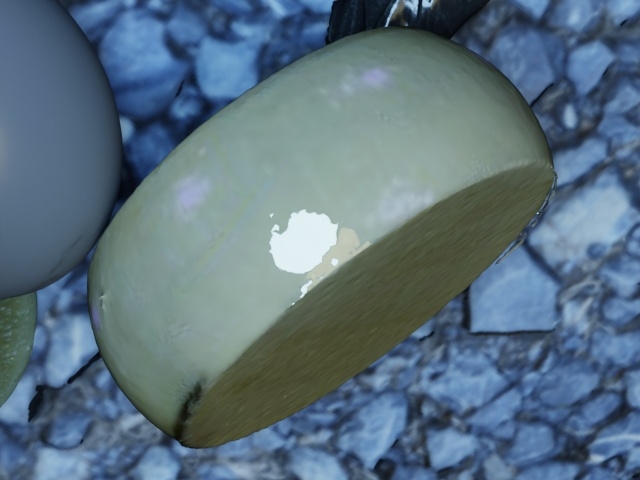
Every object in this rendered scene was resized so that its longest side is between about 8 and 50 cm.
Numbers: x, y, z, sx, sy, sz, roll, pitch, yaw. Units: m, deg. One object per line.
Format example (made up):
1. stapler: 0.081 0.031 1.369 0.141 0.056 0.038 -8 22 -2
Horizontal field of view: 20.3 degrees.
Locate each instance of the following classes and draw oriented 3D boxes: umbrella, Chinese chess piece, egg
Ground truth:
1. umbrella: 0.062 -0.141 0.939 0.066 0.059 0.236 42 101 -13
2. Chinese chess piece: 0.000 0.000 0.902 0.251 0.097 0.251 -34 164 -11
3. egg: -0.173 -0.060 0.836 0.146 0.146 0.199 -27 121 -5

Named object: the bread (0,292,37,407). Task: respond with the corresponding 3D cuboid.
1. bread: -0.207 0.057 0.960 0.112 0.036 0.193 9 115 -27
